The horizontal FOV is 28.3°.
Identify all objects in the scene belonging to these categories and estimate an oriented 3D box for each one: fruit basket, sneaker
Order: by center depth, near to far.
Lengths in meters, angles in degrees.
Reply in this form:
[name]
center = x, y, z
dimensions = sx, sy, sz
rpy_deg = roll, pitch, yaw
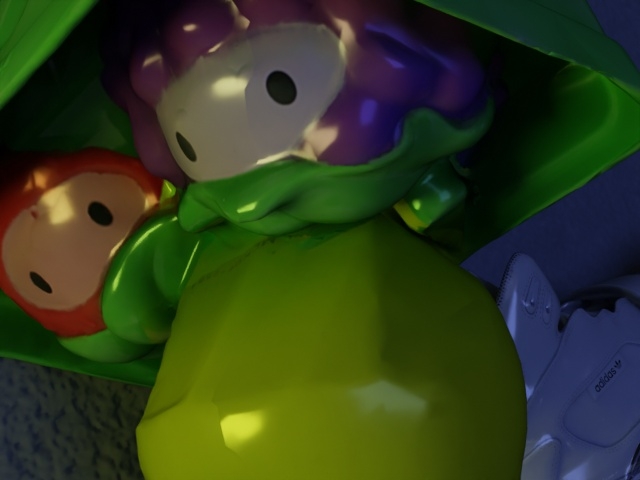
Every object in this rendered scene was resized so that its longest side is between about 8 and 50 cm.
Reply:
[fruit basket]
center = -0.037, 0.016, 0.579
dimensions = 0.283, 0.392, 0.392
rpy_deg = 17, 70, -33
[sneaker]
center = 0.179, 0.063, 0.872
dimensions = 0.366, 0.137, 0.210
rpy_deg = -48, 111, -30
